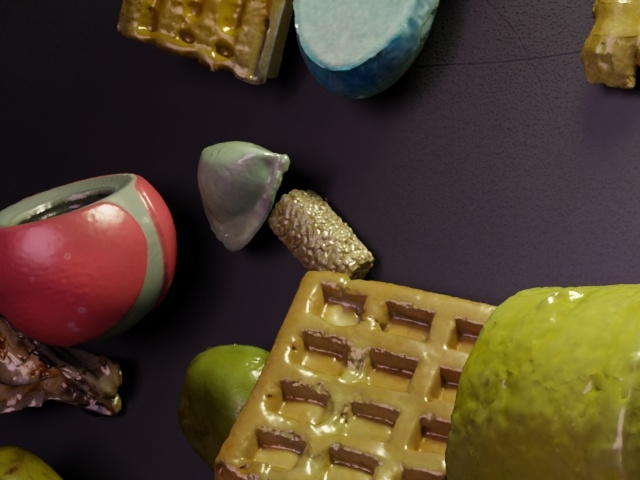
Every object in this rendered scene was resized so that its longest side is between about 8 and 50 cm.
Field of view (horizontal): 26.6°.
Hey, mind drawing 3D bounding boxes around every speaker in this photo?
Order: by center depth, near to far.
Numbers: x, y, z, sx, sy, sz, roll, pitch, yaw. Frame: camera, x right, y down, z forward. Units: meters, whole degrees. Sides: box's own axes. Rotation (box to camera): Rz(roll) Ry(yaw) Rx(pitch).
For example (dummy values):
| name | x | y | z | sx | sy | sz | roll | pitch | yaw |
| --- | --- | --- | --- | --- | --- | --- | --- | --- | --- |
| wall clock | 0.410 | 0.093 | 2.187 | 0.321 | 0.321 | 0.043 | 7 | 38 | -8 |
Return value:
| name | x | y | z | sx | sy | sz | roll | pitch | yaw |
| --- | --- | --- | --- | --- | --- | --- | --- | --- | --- |
| speaker | -0.359 | 0.022 | 1.979 | 0.294 | 0.294 | 0.294 | -8 | 75 | 32 |

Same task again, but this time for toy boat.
| name | x | y | z | sx | sy | sz | roll | pitch | yaw |
| --- | --- | --- | --- | --- | --- | --- | --- | --- | --- |
| toy boat | 0.078 | -0.344 | 1.892 | 0.215 | 0.123 | 0.330 | -2 | 67 | 25 |

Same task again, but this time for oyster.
| name | x | y | z | sx | sy | sz | roll | pitch | yaw |
| --- | --- | --- | --- | --- | --- | --- | --- | --- | --- |
| oyster | -0.450 | 0.180 | 2.090 | 0.337 | 0.133 | 0.198 | 11 | 110 | 29 |

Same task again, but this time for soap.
| name | x | y | z | sx | sy | sz | roll | pitch | yaw |
| --- | --- | --- | --- | --- | --- | --- | --- | --- | --- |
| soap | -0.145 | -0.398 | 1.976 | 0.259 | 0.143 | 0.281 | 24 | 107 | 21 |

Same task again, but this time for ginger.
| name | x | y | z | sx | sy | sz | roll | pitch | yaw |
| --- | --- | --- | --- | --- | --- | --- | --- | --- | --- |
| ginger | 0.376 | -0.332 | 1.698 | 0.118 | 0.065 | 0.299 | -6 | 77 | 19 |

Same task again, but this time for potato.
| name | x | y | z | sx | sy | sz | roll | pitch | yaw |
| --- | --- | --- | --- | --- | --- | --- | --- | --- | --- |
| potato | -0.093 | 0.241 | 1.836 | 0.253 | 0.148 | 0.186 | 16 | 87 | 36 |

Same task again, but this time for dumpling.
| name | x | y | z | sx | sy | sz | roll | pitch | yaw |
| --- | --- | --- | --- | --- | --- | --- | --- | --- | --- |
| dumpling | -0.108 | -0.072 | 1.941 | 0.216 | 0.105 | 0.149 | -6 | 108 | 54 |

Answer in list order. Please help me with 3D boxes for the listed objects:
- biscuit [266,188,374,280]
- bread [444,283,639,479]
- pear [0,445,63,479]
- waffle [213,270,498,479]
| name | x | y | z | sx | sy | sz | roll | pitch | yaw |
| --- | --- | --- | --- | --- | --- | --- | --- | --- | --- |
| biscuit | 0.000 | 0.000 | 1.877 | 0.082 | 0.070 | 0.168 | -52 | 61 | 22 |
| bread | 0.323 | 0.202 | 1.472 | 0.307 | 0.348 | 0.348 | 6 | 83 | 46 |
| pear | -0.468 | 0.442 | 1.965 | 0.283 | 0.283 | 0.284 | -8 | 75 | 32 |
| waffle | 0.053 | 0.199 | 1.675 | 0.304 | 0.077 | 0.348 | 12 | 57 | 23 |
